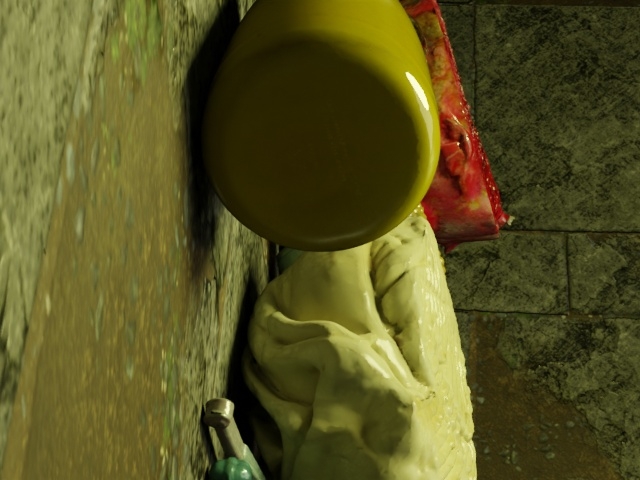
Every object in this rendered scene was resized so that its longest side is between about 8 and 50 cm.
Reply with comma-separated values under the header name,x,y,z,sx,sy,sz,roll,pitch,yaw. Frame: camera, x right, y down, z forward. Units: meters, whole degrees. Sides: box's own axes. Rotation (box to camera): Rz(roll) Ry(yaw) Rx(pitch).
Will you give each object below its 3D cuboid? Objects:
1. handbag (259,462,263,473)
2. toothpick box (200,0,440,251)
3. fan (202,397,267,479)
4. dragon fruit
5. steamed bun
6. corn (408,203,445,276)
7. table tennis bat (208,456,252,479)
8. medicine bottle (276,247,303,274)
name,x,y,z,sx,sy,sz,roll,pitch,yaw
handbag,-0.011,0.384,1.502,0.401,0.133,0.283,-84,168,-46
toothpick box,0.004,-0.121,1.166,0.271,0.175,0.175,-85,175,-64
fan,-0.067,0.201,1.241,0.282,0.057,0.023,74,31,-56
dragon fruit,0.108,-0.151,2.027,0.386,0.249,0.371,-86,160,-72
steamed bun,0.022,0.135,1.363,0.276,0.203,0.289,-34,112,-73
corn,0.035,-0.074,1.537,0.101,0.101,0.310,75,-6,-74
table tennis bat,-0.075,0.269,1.186,0.124,0.033,0.201,-79,172,-73
medicine bottle,0.033,0.100,1.556,0.229,0.083,0.121,61,-11,11
